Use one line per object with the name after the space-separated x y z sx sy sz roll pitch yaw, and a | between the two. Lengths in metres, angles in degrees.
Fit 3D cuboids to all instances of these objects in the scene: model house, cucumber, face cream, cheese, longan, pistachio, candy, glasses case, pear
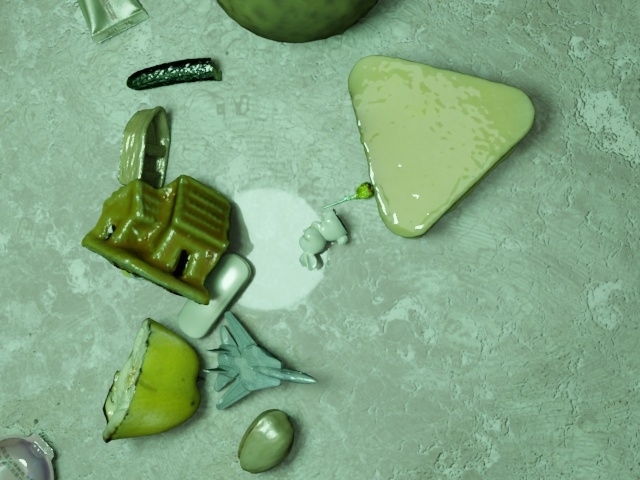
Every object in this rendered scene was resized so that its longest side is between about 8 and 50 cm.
-0.315 -0.027 1.397 0.268 0.173 0.239 29 81 -19 | model house
-0.329 -0.365 1.494 0.214 0.052 0.058 -6 116 9 | cucumber
-0.526 -0.620 1.519 0.137 0.084 0.341 -28 92 -4 | face cream
-0.697 0.546 1.499 0.189 0.074 0.286 41 97 7 | cheese
-0.044 -0.580 1.310 0.391 0.391 0.391 0 88 7 | longan
-0.112 0.417 1.409 0.113 0.113 0.149 40 92 7 | pistachio
0.058 -0.092 1.447 0.123 0.035 0.035 -21 97 16 | candy
0.258 -0.217 1.383 0.383 0.104 0.384 0 88 7 | cheese
-0.229 0.120 1.462 0.081 0.051 0.204 39 94 11 | glasses case
-0.334 0.309 1.416 0.178 0.267 0.267 23 91 -17 | pear

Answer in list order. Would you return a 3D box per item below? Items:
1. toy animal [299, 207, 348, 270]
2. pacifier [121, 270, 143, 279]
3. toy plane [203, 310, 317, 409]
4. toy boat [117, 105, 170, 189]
-0.004 -0.005 1.428 0.124 0.071 0.085 -35 103 -3 | toy animal
-0.400 0.048 1.494 0.083 0.068 0.064 -27 50 -11 | pacifier
-0.112 0.265 1.408 0.267 0.088 0.212 5 90 26 | toy plane
-0.378 -0.199 1.462 0.061 0.116 0.188 9 91 15 | toy boat
